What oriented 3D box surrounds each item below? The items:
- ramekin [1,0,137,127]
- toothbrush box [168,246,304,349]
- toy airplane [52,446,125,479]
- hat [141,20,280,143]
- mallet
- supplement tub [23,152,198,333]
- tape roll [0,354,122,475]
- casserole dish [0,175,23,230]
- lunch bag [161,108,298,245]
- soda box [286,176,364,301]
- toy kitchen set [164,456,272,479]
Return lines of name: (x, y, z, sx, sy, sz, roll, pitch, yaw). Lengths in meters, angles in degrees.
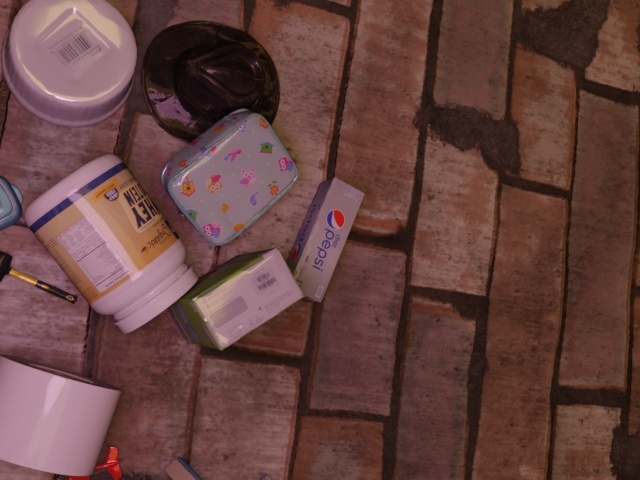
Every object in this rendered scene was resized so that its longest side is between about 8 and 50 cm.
ramekin: (-0.516, -0.386, 1.574, 0.277, 0.135, 0.277, 2, 85, -23)
toothbrush box: (-0.190, 0.121, 1.591, 0.206, 0.283, 0.122, -31, 97, -22)
toy airplane: (-0.481, 0.479, 1.578, 0.151, 0.028, 0.151, 2, 84, -22)
hat: (-0.228, -0.361, 1.696, 0.331, 0.134, 0.332, 1, 86, -23)
mallet: (-0.598, 0.093, 1.558, 0.189, 0.039, 0.062, 36, 72, -21)
supplement tub: (-0.417, 0.008, 1.534, 0.228, 0.228, 0.316, -39, 101, -21)
tape roll: (-0.527, 0.335, 1.453, 0.246, 0.246, 0.169, 22, 77, -20)
casserole dish: (-0.697, -0.061, 1.525, 0.188, 0.037, 0.114, -28, 96, -21)
lunch bag: (-0.200, -0.134, 1.670, 0.279, 0.108, 0.224, -41, 124, -8)
soda box: (0.000, 0.000, 1.782, 0.091, 0.098, 0.286, 27, 76, -18)
toy kitchen set: (-0.206, 0.536, 1.664, 0.166, 0.122, 0.207, -41, 122, -21)
